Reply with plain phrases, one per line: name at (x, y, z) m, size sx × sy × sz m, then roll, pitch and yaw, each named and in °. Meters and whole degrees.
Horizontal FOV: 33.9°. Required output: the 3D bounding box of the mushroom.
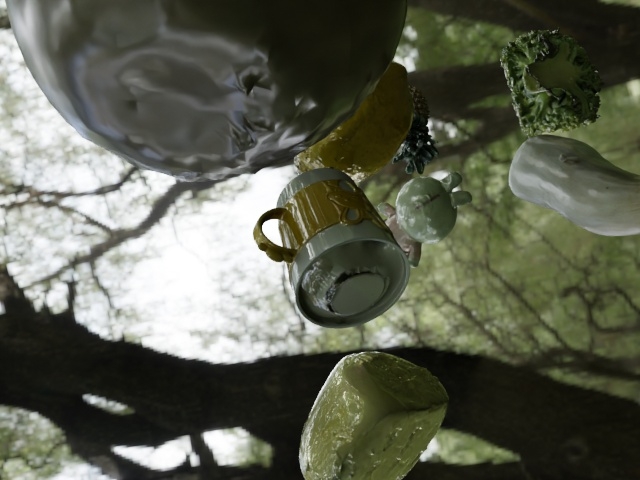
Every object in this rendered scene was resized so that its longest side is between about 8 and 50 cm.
mushroom at (0.482, -0.090, 1.798) m, size 0.397 × 0.177 × 0.126 m, roll -134°, pitch 33°, yaw -62°

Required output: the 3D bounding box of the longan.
longan at (-0.110, -0.263, 1.048) m, size 0.404 × 0.404 × 0.436 m, roll -69°, pitch -22°, yaw -58°

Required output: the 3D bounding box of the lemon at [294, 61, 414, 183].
lemon at (0.051, -0.205, 1.795) m, size 0.204 × 0.260 × 0.204 m, roll 40°, pitch -167°, yaw -11°

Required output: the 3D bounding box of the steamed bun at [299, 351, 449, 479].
steamed bun at (0.067, 0.297, 1.701) m, size 0.166 × 0.232 × 0.273 m, roll 42°, pitch -157°, yaw 29°

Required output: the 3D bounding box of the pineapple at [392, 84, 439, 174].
pineapple at (0.172, -0.219, 2.006) m, size 0.221 × 0.083 × 0.103 m, roll -94°, pitch 16°, yaw -50°

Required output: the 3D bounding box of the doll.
doll at (0.191, -0.037, 2.113) m, size 0.113 × 0.275 × 0.155 m, roll -13°, pitch -110°, yaw -35°

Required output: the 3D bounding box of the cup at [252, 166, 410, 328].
cup at (0.000, 0.000, 1.654) m, size 0.241 × 0.185 × 0.226 m, roll 13°, pitch -146°, yaw -28°

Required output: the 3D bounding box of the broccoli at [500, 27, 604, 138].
broccoli at (0.460, -0.319, 2.231) m, size 0.273 × 0.180 × 0.242 m, roll -22°, pitch -97°, yaw -45°
